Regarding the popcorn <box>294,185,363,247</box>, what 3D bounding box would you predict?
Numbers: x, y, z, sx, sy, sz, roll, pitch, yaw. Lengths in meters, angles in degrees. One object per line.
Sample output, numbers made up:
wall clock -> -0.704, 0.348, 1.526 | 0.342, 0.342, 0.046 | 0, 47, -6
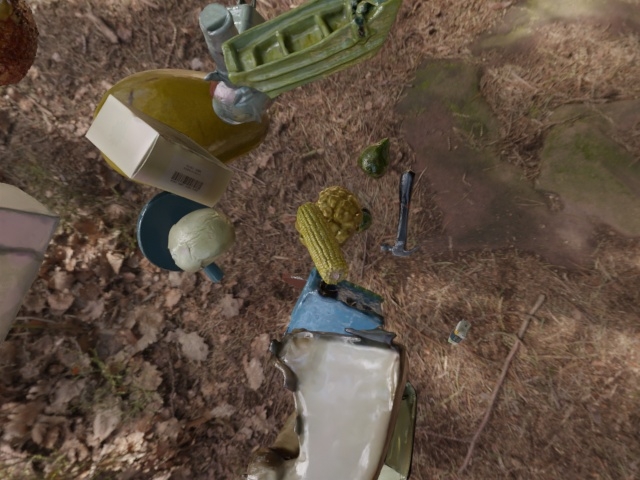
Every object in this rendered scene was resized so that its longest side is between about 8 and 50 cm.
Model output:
popcorn -> 0.035, -0.070, 1.464 | 0.250, 0.250, 0.190 | -36, 94, 3

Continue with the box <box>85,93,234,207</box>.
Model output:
box -> -0.294, -0.161, 0.850 | 0.168, 0.212, 0.095 | 36, 96, 27

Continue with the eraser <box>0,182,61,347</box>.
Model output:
eraser -> -0.531, 0.098, 0.582 | 0.082, 0.213, 0.397 | 40, 105, 29

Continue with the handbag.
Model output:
handbag -> 0.084, 0.501, 1.127 | 0.160, 0.237, 0.358 | 33, 131, -2

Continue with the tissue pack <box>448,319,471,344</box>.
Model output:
tissue pack -> 0.485, 0.322, 1.568 | 0.042, 0.083, 0.062 | 29, 55, 11

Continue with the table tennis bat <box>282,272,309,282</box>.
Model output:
table tennis bat -> -0.037, 0.163, 1.684 | 0.200, 0.310, 0.038 | 20, 75, -15

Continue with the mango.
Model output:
mango -> -0.331, -0.289, 1.139 | 0.445, 0.220, 0.301 | -12, 78, -26

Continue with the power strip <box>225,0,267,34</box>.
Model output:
power strip -> -0.152, -0.510, 1.147 | 0.229, 0.261, 0.141 | 4, 86, 23

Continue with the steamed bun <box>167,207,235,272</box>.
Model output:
steamed bun -> -0.207, -0.008, 0.785 | 0.112, 0.130, 0.091 | -32, 102, 10

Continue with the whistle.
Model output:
whistle -> -0.173, -0.340, 0.921 | 0.142, 0.346, 0.134 | -10, 77, 1

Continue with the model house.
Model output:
model house -> 0.049, 0.207, 1.294 | 0.237, 0.303, 0.215 | 24, 107, -1

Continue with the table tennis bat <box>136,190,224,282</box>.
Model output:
table tennis bat -> -0.360, 0.003, 1.218 | 0.044, 0.329, 0.215 | 22, 63, 39

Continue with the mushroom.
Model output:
mushroom -> 0.039, 0.338, 0.822 | 0.224, 0.397, 0.314 | 5, 70, 14

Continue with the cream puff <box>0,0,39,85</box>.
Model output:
cream puff -> -0.744, -0.470, 1.022 | 0.240, 0.164, 0.240 | 2, 93, 43

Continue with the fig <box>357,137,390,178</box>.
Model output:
fig -> 0.214, -0.307, 1.653 | 0.123, 0.123, 0.156 | 42, 92, 7

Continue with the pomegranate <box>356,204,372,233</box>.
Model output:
pomegranate -> 0.139, -0.076, 1.746 | 0.122, 0.161, 0.122 | -1, 66, 2

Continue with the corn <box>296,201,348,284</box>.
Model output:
corn -> 0.000, 0.000, 1.191 | 0.081, 0.081, 0.248 | -27, 55, 4

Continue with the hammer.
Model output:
hammer -> 0.275, -0.085, 1.448 | 0.137, 0.037, 0.290 | 15, 114, 28

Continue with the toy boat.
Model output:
toy boat -> -0.005, -0.294, 0.655 | 0.276, 0.084, 0.111 | -23, 57, 10
